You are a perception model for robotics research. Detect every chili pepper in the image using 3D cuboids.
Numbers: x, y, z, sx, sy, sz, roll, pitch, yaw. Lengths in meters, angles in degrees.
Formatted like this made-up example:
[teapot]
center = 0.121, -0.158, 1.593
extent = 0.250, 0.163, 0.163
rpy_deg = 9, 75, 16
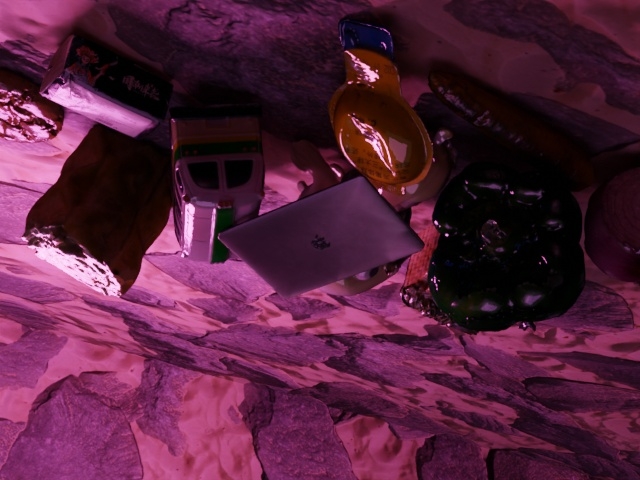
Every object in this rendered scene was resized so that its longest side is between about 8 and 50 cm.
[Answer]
[chili pepper]
center = 0.287, 0.021, 1.370
extent = 0.233, 0.248, 0.257
rpy_deg = 13, 177, 24

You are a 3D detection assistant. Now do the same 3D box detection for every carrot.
[carrot]
center = 0.268, -0.159, 1.288
extent = 0.314, 0.066, 0.066
rpy_deg = 28, 152, -25

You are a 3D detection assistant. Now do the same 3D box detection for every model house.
[model house]
center = 0.268, 0.051, 1.597
extent = 0.183, 0.166, 0.172
rpy_deg = 32, 137, -18

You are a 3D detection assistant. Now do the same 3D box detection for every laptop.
[laptop]
center = 0.000, 0.000, 1.399
extent = 0.269, 0.015, 0.187
rpy_deg = -21, 134, 28

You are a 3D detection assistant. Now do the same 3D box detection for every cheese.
[cheese]
center = 0.076, -0.172, 1.243
extent = 0.177, 0.069, 0.270
rpy_deg = 21, 140, 34

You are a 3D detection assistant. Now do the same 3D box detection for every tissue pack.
[tissue pack]
center = -0.319, -0.228, 1.374
extent = 0.170, 0.090, 0.103
rpy_deg = 24, 154, -28

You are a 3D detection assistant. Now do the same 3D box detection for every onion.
[onion]
center = 0.496, -0.017, 1.359
extent = 0.207, 0.200, 0.200
rpy_deg = -34, 147, 1

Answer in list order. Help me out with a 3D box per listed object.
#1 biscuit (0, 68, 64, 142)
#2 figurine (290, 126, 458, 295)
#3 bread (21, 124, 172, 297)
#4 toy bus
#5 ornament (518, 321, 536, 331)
[biscuit]
center = -0.542, -0.227, 1.547
extent = 0.226, 0.042, 0.226
rpy_deg = 11, 157, 5
[figurine]
center = 0.067, -0.075, 1.464
extent = 0.274, 0.226, 0.394
rpy_deg = 45, 144, -3
[bread]
center = -0.375, -0.053, 1.614
extent = 0.239, 0.252, 0.196
rpy_deg = 29, 156, -23
[toy bus]
center = -0.168, -0.078, 1.482
extent = 0.143, 0.179, 0.305
rpy_deg = -5, 159, -12
[ornament]
center = 0.370, 0.114, 1.818
extent = 0.202, 0.080, 0.236
rpy_deg = 15, 157, -5
